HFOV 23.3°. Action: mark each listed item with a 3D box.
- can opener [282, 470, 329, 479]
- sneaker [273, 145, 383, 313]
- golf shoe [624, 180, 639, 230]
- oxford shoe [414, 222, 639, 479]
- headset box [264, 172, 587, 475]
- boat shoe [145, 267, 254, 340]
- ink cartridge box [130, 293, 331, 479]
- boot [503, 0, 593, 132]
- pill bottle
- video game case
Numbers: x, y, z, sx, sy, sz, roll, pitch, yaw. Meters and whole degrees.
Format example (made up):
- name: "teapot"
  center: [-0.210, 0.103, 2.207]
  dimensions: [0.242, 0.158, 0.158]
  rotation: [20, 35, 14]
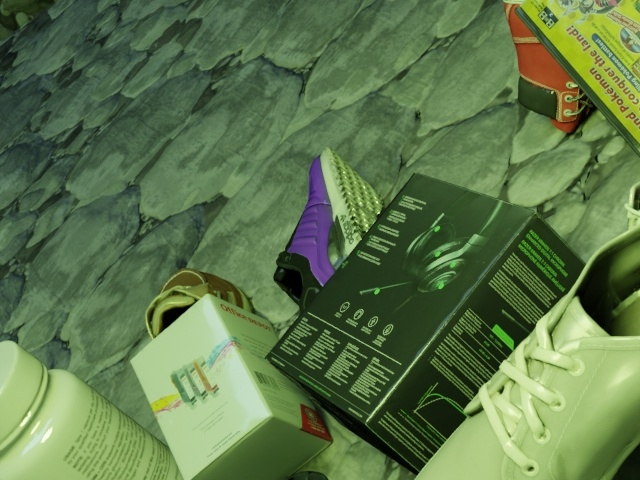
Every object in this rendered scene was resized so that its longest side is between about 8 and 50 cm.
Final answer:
- name: "can opener"
  center: [-0.035, 0.317, 1.582]
  dimensions: [0.059, 0.073, 0.186]
  rotation: [10, 55, 13]
- name: "sneaker"
  center: [-0.001, 0.000, 1.890]
  dimensions: [0.146, 0.102, 0.293]
  rotation: [-39, 28, 17]
- name: "golf shoe"
  center: [0.306, 0.011, 1.414]
  dimensions: [0.105, 0.120, 0.273]
  rotation: [4, 57, 55]
- name: "oxford shoe"
  center: [0.196, 0.133, 1.293]
  dimensions: [0.449, 0.130, 0.169]
  rotation: [-44, 39, 11]
- name: "headset box"
  center: [0.118, 0.077, 1.581]
  dimensions: [0.283, 0.131, 0.246]
  rotation: [-52, 27, -8]
- name: "boat shoe"
  center: [-0.155, 0.105, 1.951]
  dimensions: [0.122, 0.120, 0.324]
  rotation: [-46, 27, 3]
- name: "ink cartridge box"
  center: [-0.099, 0.173, 1.701]
  dimensions: [0.127, 0.128, 0.176]
  rotation: [-40, 55, 15]
- name: "boot"
  center: [0.306, -0.200, 1.684]
  dimensions: [0.088, 0.176, 0.244]
  rotation: [-22, 21, -35]
- name: "pill bottle"
  center: [-0.288, 0.248, 1.773]
  dimensions: [0.160, 0.283, 0.160]
  rotation: [-34, 30, 23]
- name: "video game case"
  center: [0.359, -0.221, 1.525]
  dimensions: [0.248, 0.035, 0.275]
  rotation: [-46, 64, 22]
